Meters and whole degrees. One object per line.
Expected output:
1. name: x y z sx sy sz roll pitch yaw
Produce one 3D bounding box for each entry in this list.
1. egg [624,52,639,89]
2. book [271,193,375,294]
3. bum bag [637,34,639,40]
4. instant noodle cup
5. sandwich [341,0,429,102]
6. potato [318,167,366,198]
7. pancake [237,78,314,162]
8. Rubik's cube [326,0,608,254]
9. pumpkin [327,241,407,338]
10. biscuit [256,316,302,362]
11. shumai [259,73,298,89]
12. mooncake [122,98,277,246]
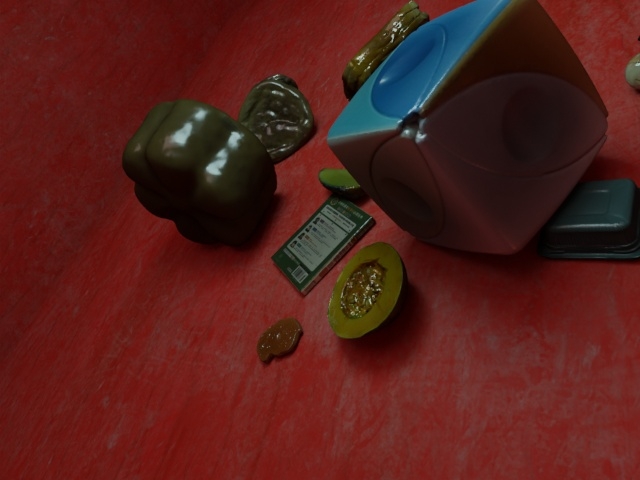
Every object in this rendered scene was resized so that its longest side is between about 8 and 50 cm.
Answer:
1. egg: 0.666 -0.352 0.983 0.071 0.071 0.083 12 49 47
2. book: 0.000 0.000 1.287 0.264 0.027 0.202 -46 36 -2
3. bum bag: 0.743 -0.438 1.021 0.058 0.034 0.124 -45 37 8
4. instant noodle cup: 0.484 -0.045 0.860 0.179 0.070 0.157 -2 52 43
5. sandwich: 0.194 -0.556 1.472 0.301 0.271 0.099 -44 82 1
6. potato: 0.066 -0.159 1.348 0.119 0.054 0.197 -34 36 -32
7. pancake: -0.171 -0.416 1.686 0.294 0.295 0.049 -27 1 21
8. Rubik's cube: 0.269 -0.208 0.932 0.352 0.347 0.351 -51 23 -12
9. pumpkin: 0.117 0.119 1.018 0.217 0.110 0.218 -30 45 35
10. biscuit: -0.098 0.238 1.158 0.130 0.019 0.102 -32 38 15
11. shumai: -0.184 -0.495 1.793 0.218 0.184 0.186 -9 47 45
12. mooncake: -0.371 -0.193 1.475 0.466 0.467 0.262 2 53 43
